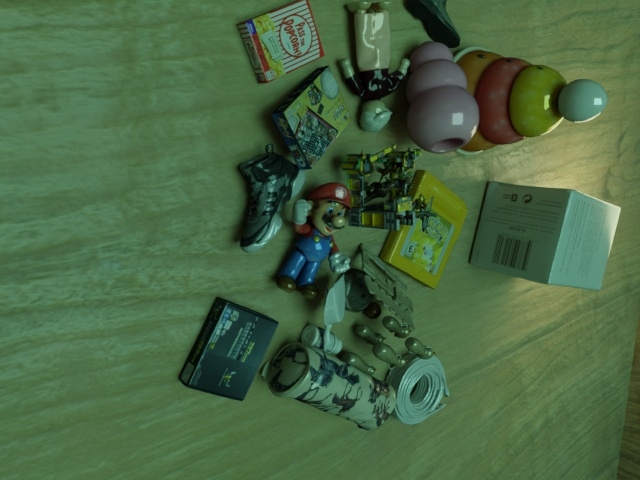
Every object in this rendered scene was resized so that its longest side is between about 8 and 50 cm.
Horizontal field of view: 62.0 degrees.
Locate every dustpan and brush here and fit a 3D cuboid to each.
[{"bbox_3d":[0.031,0.209,1.496,0.147,0.060,0.211,-31,118,-73],"label":"dustpan and brush"}]

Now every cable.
[{"bbox_3d":[0.333,0.512,1.863,0.257,0.089,0.256,-21,112,-32],"label":"cable"}]

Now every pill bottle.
[{"bbox_3d":[0.006,0.295,1.565,0.120,0.067,0.067,29,82,-39],"label":"pill bottle"}]

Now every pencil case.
[{"bbox_3d":[0.031,0.428,1.550,0.410,0.184,0.159,33,44,-35],"label":"pencil case"}]

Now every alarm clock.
[{"bbox_3d":[0.091,0.160,1.606,0.192,0.064,0.129,-22,114,-29],"label":"alarm clock"}]

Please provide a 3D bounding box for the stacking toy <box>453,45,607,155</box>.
[{"bbox_3d":[0.623,-0.420,1.608,0.351,0.480,0.350,-11,108,-37],"label":"stacking toy"}]

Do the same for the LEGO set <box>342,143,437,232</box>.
[{"bbox_3d":[0.224,-0.147,1.507,0.331,0.192,0.254,-2,97,-50],"label":"LEGO set"}]

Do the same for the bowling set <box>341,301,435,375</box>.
[{"bbox_3d":[0.211,0.299,1.665,0.154,0.287,0.199,39,43,-44],"label":"bowling set"}]

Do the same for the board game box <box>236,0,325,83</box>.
[{"bbox_3d":[-0.092,-0.491,1.309,0.194,0.045,0.146,-35,120,-27],"label":"board game box"}]

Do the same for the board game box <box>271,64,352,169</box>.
[{"bbox_3d":[-0.015,-0.317,1.368,0.243,0.042,0.165,-55,129,-38],"label":"board game box"}]

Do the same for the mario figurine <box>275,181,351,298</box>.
[{"bbox_3d":[0.000,0.000,1.417,0.320,0.170,0.198,-68,164,6],"label":"mario figurine"}]

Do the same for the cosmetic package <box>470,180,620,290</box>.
[{"bbox_3d":[0.826,-0.017,1.964,0.394,0.330,0.327,8,95,-40],"label":"cosmetic package"}]

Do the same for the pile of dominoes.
[{"bbox_3d":[0.193,0.150,1.617,0.040,0.195,0.251,-34,120,26],"label":"pile of dominoes"}]

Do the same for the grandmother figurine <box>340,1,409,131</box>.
[{"bbox_3d":[0.151,-0.473,1.478,0.208,0.104,0.342,-5,109,-9],"label":"grandmother figurine"}]

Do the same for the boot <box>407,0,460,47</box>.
[{"bbox_3d":[0.366,-0.709,1.598,0.247,0.084,0.161,31,76,-40],"label":"boot"}]

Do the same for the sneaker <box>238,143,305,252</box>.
[{"bbox_3d":[-0.155,-0.110,1.323,0.153,0.101,0.268,42,69,-36],"label":"sneaker"}]

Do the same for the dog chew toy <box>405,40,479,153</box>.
[{"bbox_3d":[0.339,-0.427,1.552,0.207,0.207,0.331,4,71,-39],"label":"dog chew toy"}]

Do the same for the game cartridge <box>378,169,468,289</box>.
[{"bbox_3d":[0.355,-0.030,1.771,0.285,0.053,0.323,29,84,-39],"label":"game cartridge"}]

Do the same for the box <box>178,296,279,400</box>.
[{"bbox_3d":[-0.233,0.284,1.381,0.183,0.059,0.232,31,82,-40],"label":"box"}]
